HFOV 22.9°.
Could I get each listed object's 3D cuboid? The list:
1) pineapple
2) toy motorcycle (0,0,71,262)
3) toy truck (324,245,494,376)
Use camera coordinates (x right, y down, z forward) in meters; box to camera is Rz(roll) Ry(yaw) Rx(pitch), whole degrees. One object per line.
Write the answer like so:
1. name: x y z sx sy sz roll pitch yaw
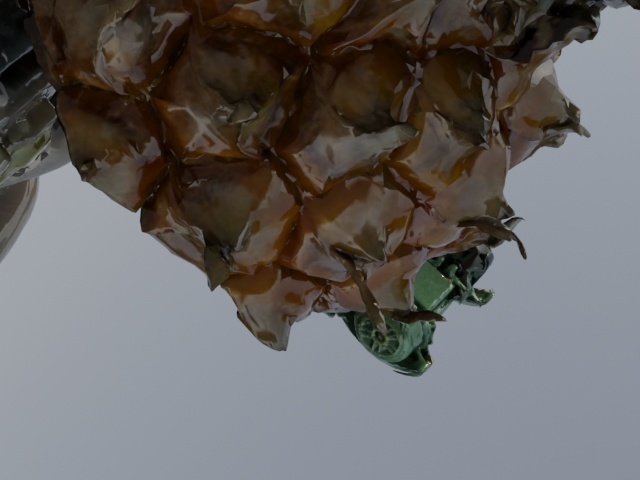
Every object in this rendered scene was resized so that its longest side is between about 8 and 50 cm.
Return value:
1. pineapple: 0.082 -0.106 0.456 0.271 0.262 0.262 -10 -132 37
2. toy motorcycle: -0.188 0.011 0.603 0.340 0.108 0.223 -43 -176 21
3. toy truck: -0.001 -0.001 0.719 0.080 0.154 0.078 -43 170 -41
